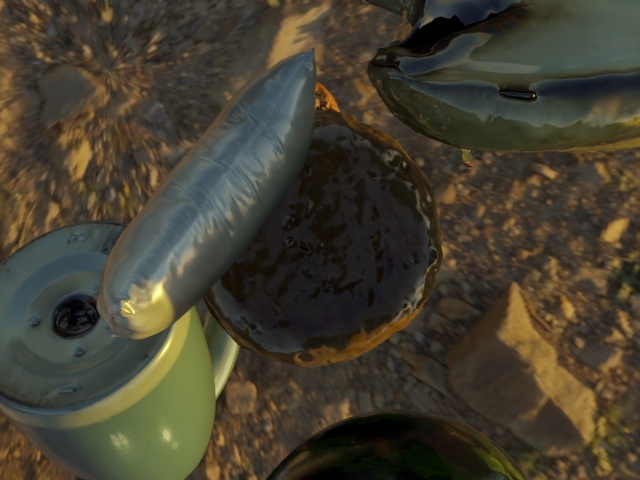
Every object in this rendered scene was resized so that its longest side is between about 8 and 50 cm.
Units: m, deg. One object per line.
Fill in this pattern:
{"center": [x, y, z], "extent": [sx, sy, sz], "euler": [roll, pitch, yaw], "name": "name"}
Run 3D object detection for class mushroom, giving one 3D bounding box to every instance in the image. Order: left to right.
{"center": [0.140, -0.117, 0.927], "extent": [0.292, 0.212, 0.217], "euler": [15, 50, -4], "name": "mushroom"}

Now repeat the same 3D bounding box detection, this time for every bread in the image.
{"center": [0.000, 0.000, 1.174], "extent": [0.230, 0.123, 0.230], "euler": [-1, 85, 6], "name": "bread"}

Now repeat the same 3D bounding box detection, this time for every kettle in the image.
{"center": [-0.210, 0.147, 1.548], "extent": [0.319, 0.247, 0.342], "euler": [-49, 147, -20], "name": "kettle"}

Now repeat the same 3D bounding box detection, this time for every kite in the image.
{"center": [0.162, -0.159, 1.565], "extent": [0.014, 0.241, 0.183], "euler": [-10, 140, 11], "name": "kite"}

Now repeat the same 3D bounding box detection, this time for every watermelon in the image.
{"center": [0.056, 0.263, 1.005], "extent": [0.268, 0.269, 0.269], "euler": [-1, 97, -9], "name": "watermelon"}

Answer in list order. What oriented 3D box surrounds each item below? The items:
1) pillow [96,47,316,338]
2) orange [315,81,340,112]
{"center": [-0.080, -0.032, 0.989], "extent": [0.078, 0.144, 0.254], "euler": [35, 72, 6], "name": "pillow"}
{"center": [-0.035, -0.116, 1.417], "extent": [0.135, 0.117, 0.136], "euler": [6, 73, -20], "name": "orange"}
